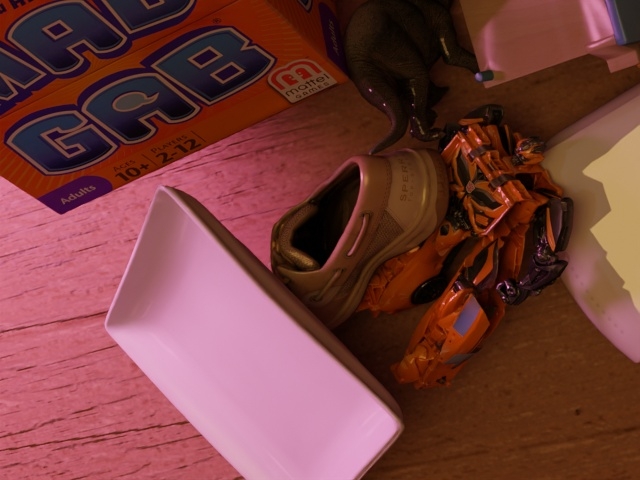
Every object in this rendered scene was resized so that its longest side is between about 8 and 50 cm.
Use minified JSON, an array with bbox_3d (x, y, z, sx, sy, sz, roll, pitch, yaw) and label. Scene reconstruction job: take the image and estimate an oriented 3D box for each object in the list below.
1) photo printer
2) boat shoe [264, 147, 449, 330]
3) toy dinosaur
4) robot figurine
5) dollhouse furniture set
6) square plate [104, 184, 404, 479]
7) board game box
[{"bbox_3d":[0.367,-0.040,1.805,0.307,0.107,0.256,-31,86,21],"label":"photo printer"},{"bbox_3d":[0.000,0.000,1.881,0.341,0.110,0.122,-46,49,48],"label":"boat shoe"},{"bbox_3d":[0.077,-0.189,1.842,0.160,0.313,0.121,46,142,-14],"label":"toy dinosaur"},{"bbox_3d":[0.142,0.006,1.848,0.211,0.085,0.291,56,134,32],"label":"robot figurine"},{"bbox_3d":[0.210,-0.280,1.761,0.286,0.198,0.303,-19,88,47],"label":"dollhouse furniture set"},{"bbox_3d":[-0.074,0.131,1.941,0.347,0.049,0.344,45,149,9],"label":"square plate"},{"bbox_3d":[-0.231,-0.306,1.785,0.356,0.356,0.357,-23,56,21],"label":"board game box"}]
